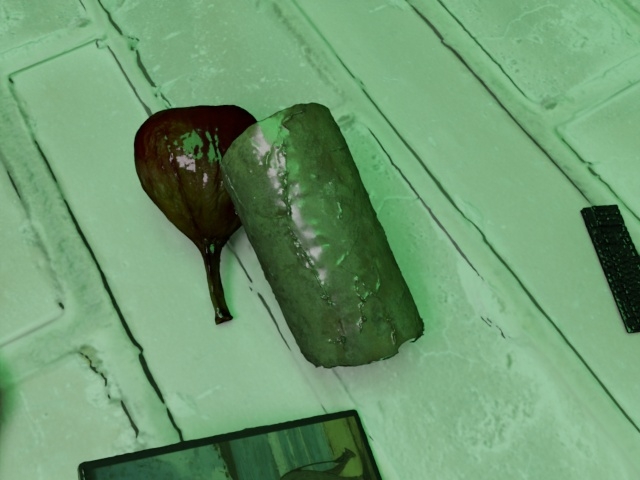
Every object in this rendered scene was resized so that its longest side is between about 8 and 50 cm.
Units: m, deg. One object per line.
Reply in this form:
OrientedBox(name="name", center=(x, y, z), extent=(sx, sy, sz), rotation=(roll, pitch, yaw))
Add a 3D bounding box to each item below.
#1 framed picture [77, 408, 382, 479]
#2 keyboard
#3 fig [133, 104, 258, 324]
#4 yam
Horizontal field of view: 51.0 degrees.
OrientedBox(name="framed picture", center=(-0.053, 0.322, 0.686), extent=(0.347, 0.016, 0.265), rotation=(0, 57, -35))
OrientedBox(name="keyboard", center=(0.422, 0.034, 0.935), extent=(0.060, 0.018, 0.195), rotation=(-7, 63, -7))
OrientedBox(name="fig", center=(-0.130, -0.054, 0.909), extent=(0.190, 0.190, 0.290), rotation=(-29, 83, -14))
OrientedBox(name="yam", center=(0.000, 0.000, 0.813), extent=(0.168, 0.168, 0.304), rotation=(-25, 93, -13))
